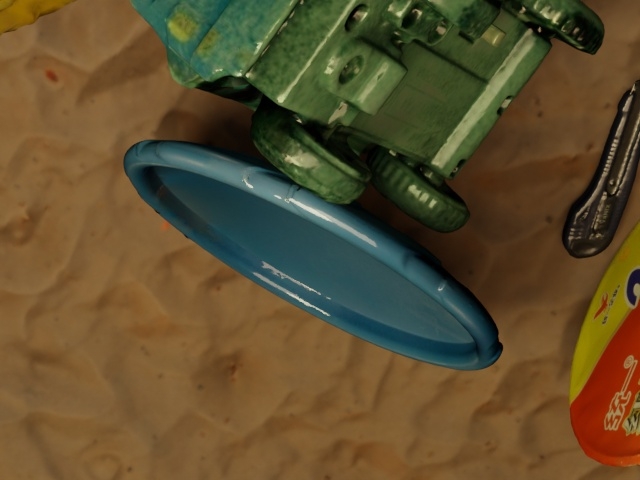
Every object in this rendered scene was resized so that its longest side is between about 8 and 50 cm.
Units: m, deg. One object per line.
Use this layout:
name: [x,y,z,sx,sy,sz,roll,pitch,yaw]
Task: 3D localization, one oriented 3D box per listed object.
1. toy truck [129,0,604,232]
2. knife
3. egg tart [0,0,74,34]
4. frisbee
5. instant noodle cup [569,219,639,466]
toy truck: [0.028,-0.113,0.979,0.156,0.279,0.155,41,101,21]
knife: [0.176,-0.043,1.133,0.031,0.018,0.121,14,111,-4]
egg tart: [-0.186,-0.202,0.905,0.388,0.388,0.169,-22,118,12]
frisbee: [0.000,0.000,1.066,0.242,0.242,0.045,30,78,-8]
instant noodle cup: [0.274,0.071,1.082,0.174,0.213,0.213,29,111,-16]
